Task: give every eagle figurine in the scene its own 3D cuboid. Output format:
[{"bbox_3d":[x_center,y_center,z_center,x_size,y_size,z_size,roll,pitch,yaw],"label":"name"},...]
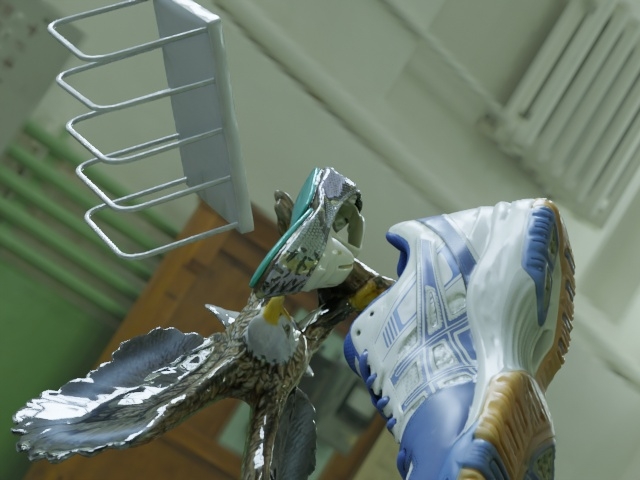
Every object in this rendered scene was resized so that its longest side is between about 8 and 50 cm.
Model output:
[{"bbox_3d":[-0.056,0.112,1.078,0.226,0.298,0.225,11,-35,35],"label":"eagle figurine"}]

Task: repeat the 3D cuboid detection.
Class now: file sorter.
[{"bbox_3d":[-0.213,-0.144,1.849,0.193,0.173,0.278,38,-39,55],"label":"file sorter"}]

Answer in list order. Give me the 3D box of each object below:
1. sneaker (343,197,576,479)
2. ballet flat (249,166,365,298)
[{"bbox_3d":[0.074,0.097,0.912,0.131,0.296,0.112,-3,-50,21],"label":"sneaker"},{"bbox_3d":[0.000,0.000,0.694,0.041,0.041,0.114,32,28,-3],"label":"ballet flat"}]
